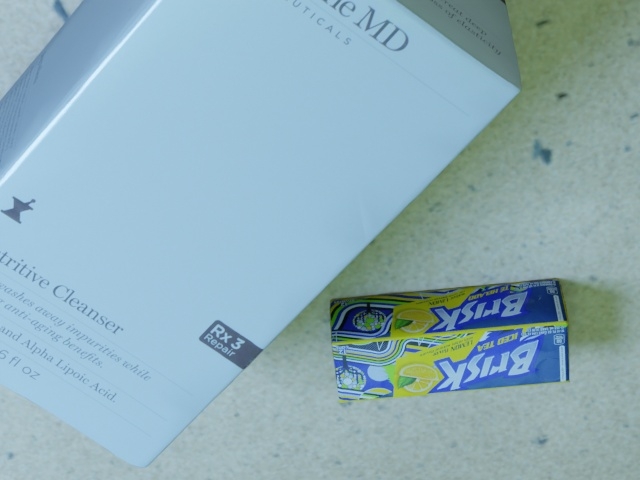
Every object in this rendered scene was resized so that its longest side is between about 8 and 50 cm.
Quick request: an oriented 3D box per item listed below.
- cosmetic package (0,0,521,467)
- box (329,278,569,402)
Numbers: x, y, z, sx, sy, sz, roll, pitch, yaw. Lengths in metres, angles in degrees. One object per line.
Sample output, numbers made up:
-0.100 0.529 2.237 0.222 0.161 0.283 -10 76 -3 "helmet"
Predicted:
-0.078 -0.061 1.256 0.217 0.156 0.385 33 119 -20 "cosmetic package"
0.093 0.072 1.415 0.168 0.054 0.059 -6 125 2 "box"
